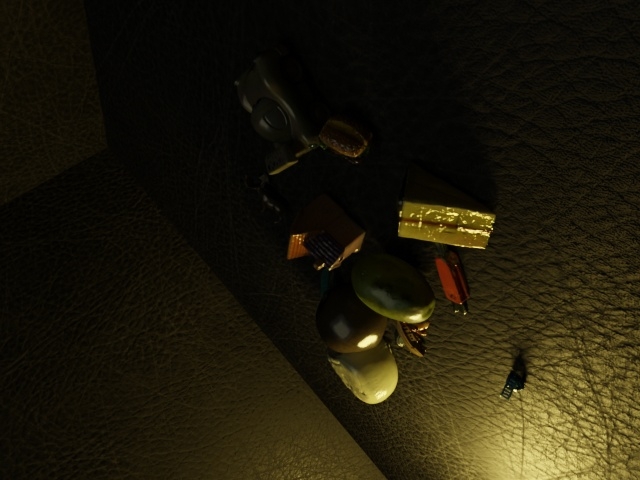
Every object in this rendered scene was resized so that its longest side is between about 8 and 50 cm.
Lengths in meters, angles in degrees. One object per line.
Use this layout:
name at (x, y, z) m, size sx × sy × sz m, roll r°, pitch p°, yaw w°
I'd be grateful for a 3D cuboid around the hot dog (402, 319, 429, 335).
hot dog at (0.310, 0.260, 2.002) m, size 0.249 × 0.076 × 0.102 m, roll 47°, pitch 151°, yaw 11°

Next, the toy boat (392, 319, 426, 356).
toy boat at (0.351, 0.363, 2.090) m, size 0.072 × 0.064 × 0.206 m, roll -14°, pitch 113°, yaw 47°

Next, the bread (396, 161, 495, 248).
bread at (0.351, -0.096, 1.512) m, size 0.264 × 0.163 × 0.167 m, roll 10°, pitch 141°, yaw 10°

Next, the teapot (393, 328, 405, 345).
teapot at (0.332, 0.390, 2.167) m, size 0.088 × 0.066 × 0.057 m, roll 40°, pitch -177°, yaw -30°

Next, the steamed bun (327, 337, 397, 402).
steamed bun at (0.207, 0.550, 2.376) m, size 0.312 × 0.233 × 0.334 m, roll 57°, pitch 163°, yaw -16°

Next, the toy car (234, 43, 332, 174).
toy car at (-0.142, -0.408, 1.698) m, size 0.336 × 0.226 × 0.242 m, roll 55°, pitch 155°, yaw -11°

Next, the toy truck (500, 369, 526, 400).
toy truck at (0.624, 0.477, 1.752) m, size 0.056 × 0.090 × 0.073 m, roll 30°, pitch 148°, yaw 38°

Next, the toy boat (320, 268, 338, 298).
toy boat at (0.059, 0.211, 2.341) m, size 0.091 × 0.110 × 0.174 m, roll -4°, pitch 78°, yaw 59°

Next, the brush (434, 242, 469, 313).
brush at (0.410, 0.104, 1.672) m, size 0.070 × 0.051 × 0.323 m, roll 29°, pitch 150°, yaw 51°

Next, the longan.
longan at (0.116, 0.315, 2.163) m, size 0.288 × 0.288 × 0.350 m, roll 54°, pitch 148°, yaw -5°

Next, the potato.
potato at (0.246, 0.159, 1.833) m, size 0.304 × 0.216 × 0.215 m, roll 22°, pitch 143°, yaw 30°

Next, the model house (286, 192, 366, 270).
model house at (0.000, 0.000, 1.986) m, size 0.237 × 0.237 × 0.202 m, roll 45°, pitch 152°, yaw 12°

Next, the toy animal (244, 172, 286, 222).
toy animal at (-0.228, -0.192, 2.300) m, size 0.214 × 0.093 × 0.186 m, roll 34°, pitch 155°, yaw 17°

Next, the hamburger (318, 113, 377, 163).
hamburger at (0.075, -0.303, 1.582) m, size 0.166 × 0.137 × 0.087 m, roll 34°, pitch 172°, yaw 21°
